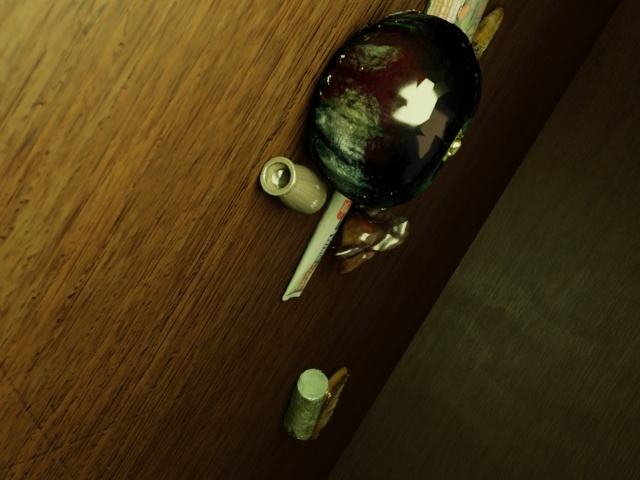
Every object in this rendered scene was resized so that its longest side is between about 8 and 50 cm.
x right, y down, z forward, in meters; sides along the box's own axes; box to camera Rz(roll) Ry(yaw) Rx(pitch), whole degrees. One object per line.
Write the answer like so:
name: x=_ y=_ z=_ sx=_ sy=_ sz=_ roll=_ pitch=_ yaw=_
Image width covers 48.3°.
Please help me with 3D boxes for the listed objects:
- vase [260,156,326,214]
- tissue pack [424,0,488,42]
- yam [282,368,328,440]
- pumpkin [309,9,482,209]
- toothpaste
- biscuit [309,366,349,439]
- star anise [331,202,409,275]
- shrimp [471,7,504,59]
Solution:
vase: x=-0.031 y=-0.063 z=0.819 sx=0.053 sy=0.053 sz=0.100 roll=-59 pitch=161 yaw=3
tissue pack: x=0.186 y=-0.314 z=0.991 sx=0.108 sy=0.060 sz=0.148 roll=-43 pitch=159 yaw=-46
yam: x=-0.032 y=0.362 z=1.561 sx=0.078 sy=0.078 sz=0.179 roll=-42 pitch=158 yaw=-45
pumpkin: x=0.090 y=-0.149 z=0.826 sx=0.233 sy=0.163 sz=0.233 roll=-52 pitch=165 yaw=-20
toothpaste: x=0.000 y=0.000 z=1.074 sx=0.052 sy=0.033 sz=0.218 roll=-14 pitch=136 yaw=-57
biscuit: x=0.006 y=0.450 z=1.899 sx=0.154 sy=0.045 sz=0.299 roll=-47 pitch=162 yaw=-38
star anise: x=0.104 y=-0.051 z=1.133 sx=0.272 sy=0.102 sz=0.272 roll=-60 pitch=175 yaw=-9
shrimp: x=0.273 y=-0.341 z=1.266 sx=0.178 sy=0.034 sz=0.124 roll=-52 pitch=170 yaw=-38
